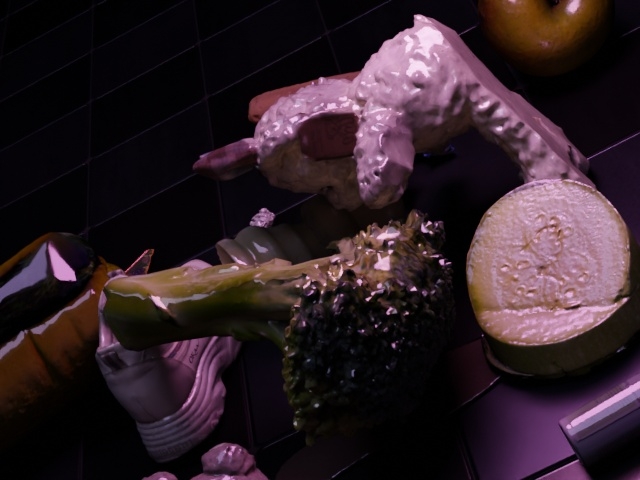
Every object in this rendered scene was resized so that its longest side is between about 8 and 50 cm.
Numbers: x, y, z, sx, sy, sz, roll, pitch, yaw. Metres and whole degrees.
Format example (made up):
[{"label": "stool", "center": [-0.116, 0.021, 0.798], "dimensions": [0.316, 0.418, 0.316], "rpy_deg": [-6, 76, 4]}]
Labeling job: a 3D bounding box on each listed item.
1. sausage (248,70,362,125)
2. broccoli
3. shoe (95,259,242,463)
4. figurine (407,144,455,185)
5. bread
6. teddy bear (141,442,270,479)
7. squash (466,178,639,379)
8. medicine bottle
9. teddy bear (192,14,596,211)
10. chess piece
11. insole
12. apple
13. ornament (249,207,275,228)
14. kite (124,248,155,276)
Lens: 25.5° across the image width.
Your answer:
[{"label": "sausage", "center": [0.010, -0.232, 2.290], "dimensions": [0.301, 0.066, 0.066], "rpy_deg": [-6, 40, 33]}, {"label": "broccoli", "center": [-0.039, 0.092, 1.602], "dimensions": [0.397, 0.275, 0.353], "rpy_deg": [1, -6, -13]}, {"label": "shoe", "center": [-0.205, 0.104, 1.857], "dimensions": [0.132, 0.210, 0.342], "rpy_deg": [-20, 33, 20]}, {"label": "figurine", "center": [0.060, -0.143, 2.060], "dimensions": [0.164, 0.121, 0.262], "rpy_deg": [-39, 34, -18]}, {"label": "bread", "center": [-0.421, 0.158, 1.949], "dimensions": [0.376, 0.208, 0.251], "rpy_deg": [-39, -9, -6]}, {"label": "teddy bear", "center": [-0.103, 0.341, 1.495], "dimensions": [0.236, 0.151, 0.267], "rpy_deg": [-25, 26, -1]}, {"label": "squash", "center": [0.269, 0.051, 1.604], "dimensions": [0.220, 0.133, 0.220], "rpy_deg": [-19, 40, 16]}, {"label": "medicine bottle", "center": [0.342, 0.159, 1.445], "dimensions": [0.199, 0.058, 0.057], "rpy_deg": [-31, 31, 3]}, {"label": "teddy bear", "center": [0.092, -0.090, 1.806], "dimensions": [0.362, 0.375, 0.327], "rpy_deg": [-44, 7, 18]}, {"label": "chess piece", "center": [0.000, 0.000, 1.911], "dimensions": [0.251, 0.144, 0.144], "rpy_deg": [-32, 30, -13]}, {"label": "insole", "center": [0.085, 0.205, 1.657], "dimensions": [0.328, 0.007, 0.111], "rpy_deg": [-32, 29, -1]}, {"label": "apple", "center": [0.323, -0.328, 2.033], "dimensions": [0.196, 0.196, 0.157], "rpy_deg": [-36, 1, -6]}, {"label": "ornament", "center": [-0.098, 0.004, 2.073], "dimensions": [0.068, 0.041, 0.092], "rpy_deg": [-20, 42, 30]}, {"label": "kite", "center": [-0.321, 0.128, 2.120], "dimensions": [0.234, 0.016, 0.321], "rpy_deg": [-24, 31, 17]}]
